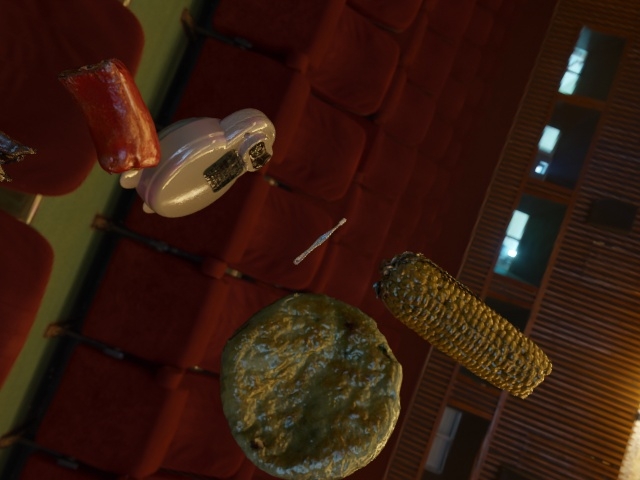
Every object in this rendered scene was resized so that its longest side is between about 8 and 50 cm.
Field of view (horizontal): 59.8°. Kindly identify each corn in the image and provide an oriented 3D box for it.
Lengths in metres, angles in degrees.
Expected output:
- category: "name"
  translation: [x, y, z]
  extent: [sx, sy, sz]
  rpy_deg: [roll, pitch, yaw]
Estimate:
- category: "corn"
  translation: [0.221, 0.135, 0.894]
  extent: [0.115, 0.318, 0.115]
  rpy_deg: [-52, 176, -6]

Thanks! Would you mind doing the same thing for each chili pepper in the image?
- category: "chili pepper"
  translation: [-0.220, -0.129, 0.596]
  extent: [0.070, 0.073, 0.123]
  rpy_deg: [40, -31, 61]

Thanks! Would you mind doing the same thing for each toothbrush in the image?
- category: "toothbrush"
  translation: [0.000, 0.000, 1.221]
  extent: [0.162, 0.014, 0.017]
  rpy_deg: [-41, -178, -26]

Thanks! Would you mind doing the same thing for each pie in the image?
- category: "pie"
  translation: [-0.009, 0.140, 0.550]
  extent: [0.041, 0.187, 0.187]
  rpy_deg: [107, 4, -63]

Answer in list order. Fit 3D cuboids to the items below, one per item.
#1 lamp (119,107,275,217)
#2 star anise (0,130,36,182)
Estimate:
- category: "lamp"
  translation: [-0.188, -0.133, 0.876]
  extent: [0.246, 0.108, 0.179]
  rpy_deg: [-31, 168, -8]
- category: "star anise"
  translation: [-0.425, -0.105, 0.653]
  extent: [0.212, 0.157, 0.053]
  rpy_deg: [-55, -135, 38]
